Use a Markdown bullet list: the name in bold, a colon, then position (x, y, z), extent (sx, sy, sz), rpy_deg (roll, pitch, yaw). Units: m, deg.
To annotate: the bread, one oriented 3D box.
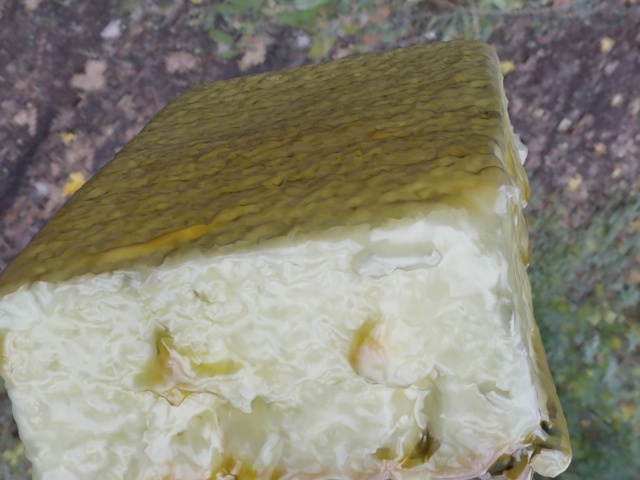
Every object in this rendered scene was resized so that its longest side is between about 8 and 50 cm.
- **bread**: position (0.000, 0.000, 0.473), extent (0.275, 0.184, 0.114), rpy_deg (-74, 154, -66)
